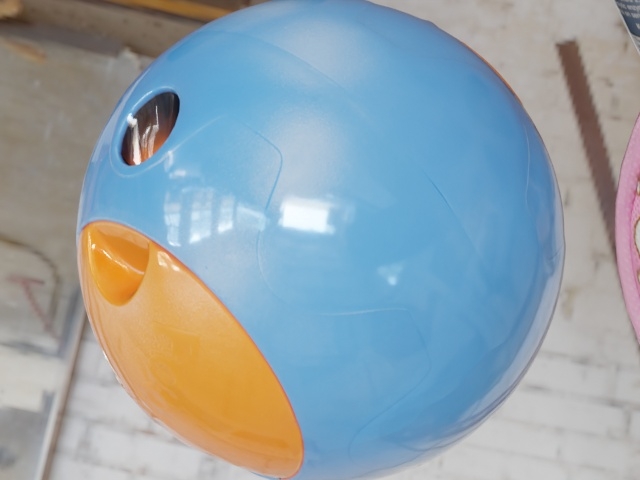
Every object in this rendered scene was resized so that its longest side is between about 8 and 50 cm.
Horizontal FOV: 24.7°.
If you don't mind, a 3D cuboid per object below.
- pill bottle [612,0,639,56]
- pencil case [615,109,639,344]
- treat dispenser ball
[{"bbox_3d":[0.150,-0.155,0.595,0.108,0.108,0.180,-5,127,49],"label":"pill bottle"},{"bbox_3d":[0.266,-0.056,0.473,0.386,0.160,0.167,-28,176,-35],"label":"pencil case"},{"bbox_3d":[0.000,0.000,0.867,0.288,0.288,0.288,11,166,3],"label":"treat dispenser ball"}]
